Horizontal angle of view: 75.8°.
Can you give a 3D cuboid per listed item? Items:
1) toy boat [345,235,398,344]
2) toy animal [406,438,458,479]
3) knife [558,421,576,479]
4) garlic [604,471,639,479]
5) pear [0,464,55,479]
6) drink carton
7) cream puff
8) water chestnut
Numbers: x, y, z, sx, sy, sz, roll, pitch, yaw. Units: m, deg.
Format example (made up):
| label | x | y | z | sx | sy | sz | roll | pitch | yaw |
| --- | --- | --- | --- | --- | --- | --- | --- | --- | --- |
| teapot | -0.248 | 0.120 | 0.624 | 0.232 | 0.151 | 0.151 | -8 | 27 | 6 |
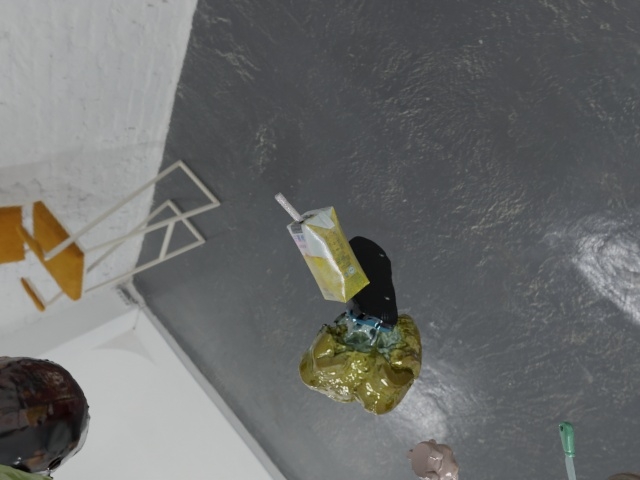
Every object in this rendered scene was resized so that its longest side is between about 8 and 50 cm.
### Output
| label | x | y | z | sx | sy | sz | roll | pitch | yaw |
| --- | --- | --- | --- | --- | --- | --- | --- | --- | --- |
| toy boat | 0.104 | 0.110 | 1.009 | 0.134 | 0.298 | 0.092 | 23 | 123 | -11 |
| toy animal | 0.371 | 0.670 | 1.246 | 0.124 | 0.213 | 0.124 | -34 | 43 | 39 |
| knife | 0.858 | 0.763 | 1.418 | 0.035 | 0.063 | 0.260 | 0 | 79 | 1 |
| garlic | 0.725 | 0.659 | 0.874 | 0.317 | 0.317 | 0.259 | 52 | 135 | 9 |
| pear | -0.215 | 0.307 | 0.165 | 0.391 | 0.391 | 0.390 | 19 | 122 | 33 |
| drink carton | 0.000 | 0.000 | 0.665 | 0.084 | 0.075 | 0.200 | 0 | 119 | 60 |
| cream puff | 0.115 | 0.340 | 1.124 | 0.270 | 0.323 | 0.274 | 48 | 141 | 22 |
| water chestnut | -0.628 | 0.417 | 0.821 | 0.347 | 0.335 | 0.335 | 50 | 135 | 23 |
